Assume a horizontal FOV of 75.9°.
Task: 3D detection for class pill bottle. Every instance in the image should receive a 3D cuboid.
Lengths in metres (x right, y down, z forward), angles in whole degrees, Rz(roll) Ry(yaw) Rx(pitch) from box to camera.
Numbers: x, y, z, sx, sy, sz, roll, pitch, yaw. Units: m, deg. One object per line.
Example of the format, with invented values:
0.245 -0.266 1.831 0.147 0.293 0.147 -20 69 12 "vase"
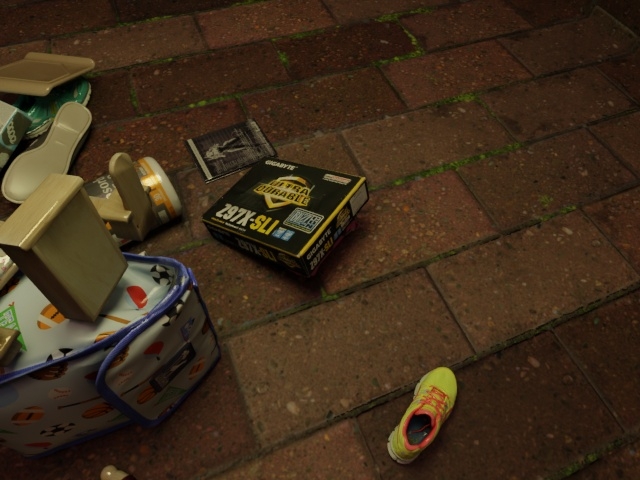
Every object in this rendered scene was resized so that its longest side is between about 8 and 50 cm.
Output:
-0.485 -0.069 0.960 0.278 0.162 0.162 -32 65 -21 "pill bottle"

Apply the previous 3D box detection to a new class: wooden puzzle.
-0.790 -0.461 1.145 0.221 0.044 0.239 7 41 4 "wooden puzzle"

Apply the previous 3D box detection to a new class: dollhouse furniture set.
-0.471 -0.017 0.562 0.355 0.174 0.303 9 49 7 "dollhouse furniture set"

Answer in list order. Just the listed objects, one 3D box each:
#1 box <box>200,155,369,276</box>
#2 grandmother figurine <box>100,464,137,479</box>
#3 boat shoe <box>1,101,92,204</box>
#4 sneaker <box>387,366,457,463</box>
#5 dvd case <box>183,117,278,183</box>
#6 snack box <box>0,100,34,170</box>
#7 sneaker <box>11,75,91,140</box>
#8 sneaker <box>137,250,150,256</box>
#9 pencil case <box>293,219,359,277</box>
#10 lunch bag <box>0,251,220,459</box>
-0.086 -0.075 0.974 0.322 0.079 0.257 20 59 34 "box"
-0.353 0.485 0.665 0.342 0.104 0.208 0 67 0 "grandmother figurine"
-0.721 -0.224 1.099 0.112 0.095 0.335 31 59 -26 "boat shoe"
0.210 0.330 0.789 0.081 0.094 0.208 31 60 17 "sneaker"
-0.256 -0.262 1.176 0.221 0.018 0.164 -25 64 -18 "dvd case"
-0.894 -0.216 1.030 0.187 0.060 0.322 24 80 12 "snack box"
-0.784 -0.399 1.180 0.107 0.110 0.275 28 60 14 "sneaker"
-0.411 0.097 0.931 0.061 0.054 0.152 -20 55 -4 "sneaker"
0.000 0.000 0.988 0.098 0.095 0.209 40 66 3 "pencil case"
-0.381 0.193 0.706 0.385 0.328 0.239 -16 56 -15 "lunch bag"
